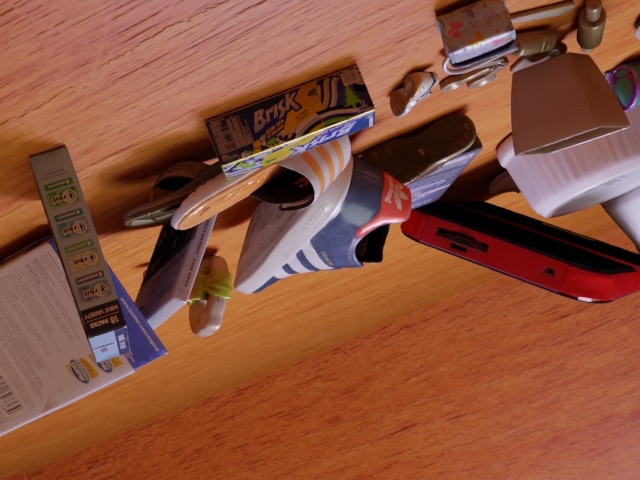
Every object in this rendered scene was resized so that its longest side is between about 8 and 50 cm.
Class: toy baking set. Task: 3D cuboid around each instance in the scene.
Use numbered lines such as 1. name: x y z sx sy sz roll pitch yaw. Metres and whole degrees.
1. toy baking set: 0.228 -0.213 1.360 0.197 0.030 0.256 -21 170 2

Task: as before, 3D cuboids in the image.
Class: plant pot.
1. plant pot: 0.279 -0.160 1.408 0.109 0.096 0.109 -19 175 32

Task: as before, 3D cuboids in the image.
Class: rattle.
1. rattle: -0.219 0.078 1.866 0.143 0.130 0.200 -6 -169 -20

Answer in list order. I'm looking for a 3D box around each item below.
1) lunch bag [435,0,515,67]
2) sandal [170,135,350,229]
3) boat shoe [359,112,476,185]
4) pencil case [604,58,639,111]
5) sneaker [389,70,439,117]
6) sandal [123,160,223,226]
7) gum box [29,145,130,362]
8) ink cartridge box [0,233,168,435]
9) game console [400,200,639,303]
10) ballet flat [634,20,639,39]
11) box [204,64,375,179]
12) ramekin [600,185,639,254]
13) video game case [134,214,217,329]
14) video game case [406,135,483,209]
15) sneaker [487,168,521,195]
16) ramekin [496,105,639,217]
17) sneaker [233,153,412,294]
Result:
1. lunch bag: 0.156 -0.205 1.206 0.071 0.053 0.083 -20 176 6
2. sandal: -0.045 -0.060 1.348 0.265 0.076 0.102 -33 174 -27
3. boat shoe: 0.124 -0.107 1.602 0.178 0.064 0.060 -25 167 7
4. pencil case: 0.469 -0.223 1.688 0.152 0.064 0.070 -15 152 -29
5. sneaker: 0.107 -0.164 1.369 0.037 0.032 0.083 -16 169 -25
6. sandal: -0.145 -0.068 1.344 0.180 0.049 0.072 -33 176 -21
7. gum box: -0.236 0.019 1.205 0.041 0.184 0.157 -19 170 -12
8. ink cartridge box: -0.337 0.108 1.454 0.311 0.185 0.065 -26 -167 27
9. game console: 0.362 0.013 2.075 0.387 0.060 0.342 22 -167 31
10. ballet flat: 0.414 -0.257 1.437 0.057 0.052 0.168 -20 170 -5
11. box: -0.030 -0.121 1.258 0.169 0.054 0.059 -20 169 -2
12. ramekin: 0.597 -0.109 2.032 0.277 0.135 0.277 -46 -169 12
13. video game case: -0.176 0.026 1.466 0.022 0.173 0.190 25 150 -17
14. video game case: 0.120 -0.078 1.851 0.196 0.026 0.274 -19 170 -13
15. sneaker: 0.368 -0.099 2.082 0.161 0.075 0.057 -23 169 9
16. ramekin: 0.418 -0.133 1.870 0.273 0.127 0.273 -20 170 -4
17. sneaker: 0.000 0.000 1.599 0.148 0.131 0.350 19 154 -19
